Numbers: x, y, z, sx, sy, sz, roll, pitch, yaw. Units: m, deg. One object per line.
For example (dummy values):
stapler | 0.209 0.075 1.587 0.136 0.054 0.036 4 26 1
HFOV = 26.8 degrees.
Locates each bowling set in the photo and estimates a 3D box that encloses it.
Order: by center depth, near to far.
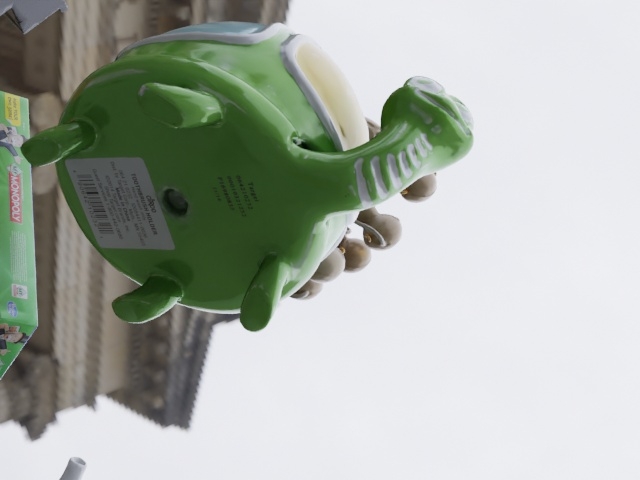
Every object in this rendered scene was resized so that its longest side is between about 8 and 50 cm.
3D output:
bowling set | 0.000 0.000 1.492 0.154 0.287 0.200 43 -47 16

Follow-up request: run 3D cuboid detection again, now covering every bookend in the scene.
bookend | -0.452 -0.346 1.878 0.072 0.156 0.157 43 -16 23

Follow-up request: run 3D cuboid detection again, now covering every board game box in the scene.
board game box | -0.378 0.019 1.489 0.213 0.046 0.317 -48 -140 39

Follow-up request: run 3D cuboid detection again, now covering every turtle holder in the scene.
turtle holder | -0.060 -0.085 1.104 0.243 0.227 0.320 49 -46 -6

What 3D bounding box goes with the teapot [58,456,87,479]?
teapot | -0.448 0.514 2.131 0.256 0.252 0.187 57 -38 21
